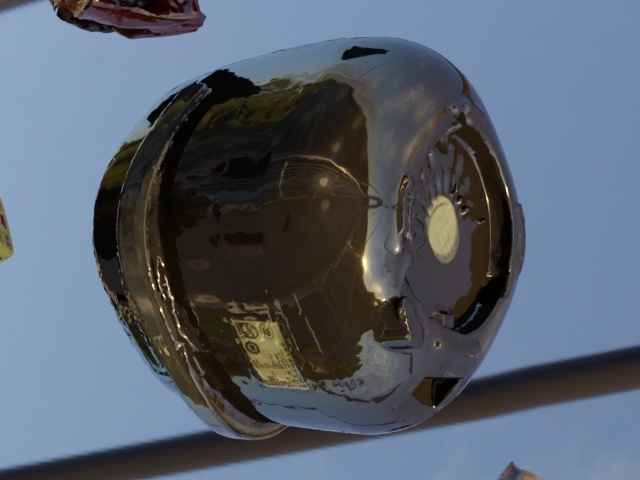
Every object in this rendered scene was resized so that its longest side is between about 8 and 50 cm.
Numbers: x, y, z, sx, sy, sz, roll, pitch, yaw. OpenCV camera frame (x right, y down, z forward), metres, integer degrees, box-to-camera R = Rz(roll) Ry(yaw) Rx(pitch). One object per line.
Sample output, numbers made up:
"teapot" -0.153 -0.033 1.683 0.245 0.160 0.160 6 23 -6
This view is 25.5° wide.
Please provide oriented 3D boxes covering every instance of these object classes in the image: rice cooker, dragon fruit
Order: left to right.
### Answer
"dragon fruit" -0.180 -0.216 1.059 0.192 0.092 0.122 36 -34 46
"rice cooker" 0.000 0.000 0.932 0.224 0.267 0.267 0 -97 34

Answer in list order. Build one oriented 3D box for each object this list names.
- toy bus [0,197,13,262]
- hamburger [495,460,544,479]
"toy bus" -0.555 0.032 1.766 0.331 0.151 0.145 -30 -128 9
"hamburger" 0.169 0.313 1.316 0.118 0.182 0.191 38 -92 10
